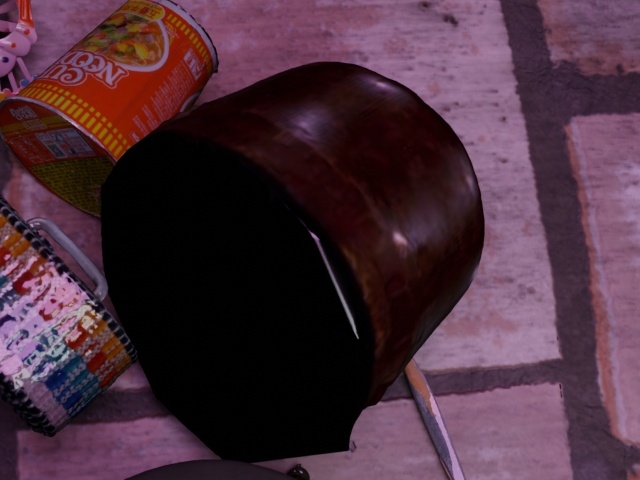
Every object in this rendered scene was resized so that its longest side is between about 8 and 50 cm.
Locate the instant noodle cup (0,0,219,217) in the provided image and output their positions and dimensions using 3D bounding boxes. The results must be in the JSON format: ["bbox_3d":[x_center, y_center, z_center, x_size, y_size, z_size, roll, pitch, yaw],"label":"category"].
[{"bbox_3d":[-0.222,-0.158,1.586,0.193,0.193,0.212,33,62,5],"label":"instant noodle cup"}]

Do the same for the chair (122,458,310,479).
[{"bbox_3d":[-0.113,0.385,1.274,0.362,0.410,0.365,-13,73,-12],"label":"chair"}]

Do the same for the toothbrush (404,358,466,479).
[{"bbox_3d":[0.160,0.281,1.552,0.037,0.028,0.375,-20,75,-6],"label":"toothbrush"}]

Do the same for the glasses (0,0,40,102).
[{"bbox_3d":[-0.437,-0.230,1.636,0.255,0.095,0.162,8,97,-6],"label":"glasses"}]

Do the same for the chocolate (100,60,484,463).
[{"bbox_3d":[0.000,0.000,1.480,0.331,0.383,0.384,-27,75,-41],"label":"chocolate"}]

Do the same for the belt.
[{"bbox_3d":[-0.319,0.054,1.476,0.160,0.207,0.295,-42,66,-15],"label":"belt"}]
